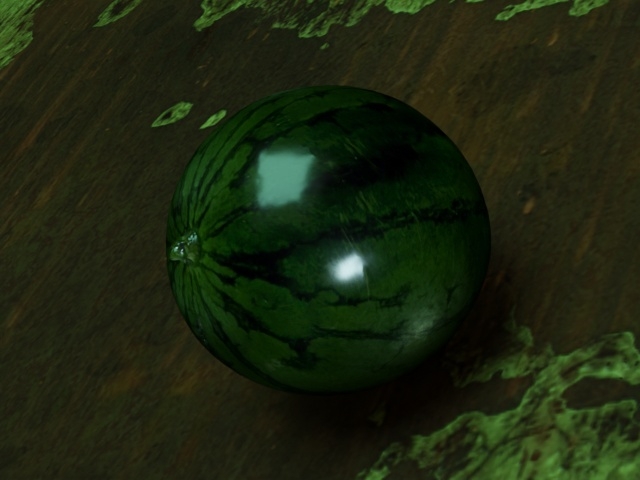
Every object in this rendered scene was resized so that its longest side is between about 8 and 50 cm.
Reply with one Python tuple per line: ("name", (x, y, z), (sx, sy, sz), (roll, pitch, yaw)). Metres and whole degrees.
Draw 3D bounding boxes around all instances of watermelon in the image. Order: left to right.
("watermelon", (0.004, -0.001, 1.036), (0.242, 0.242, 0.242), (-25, 31, 16))
